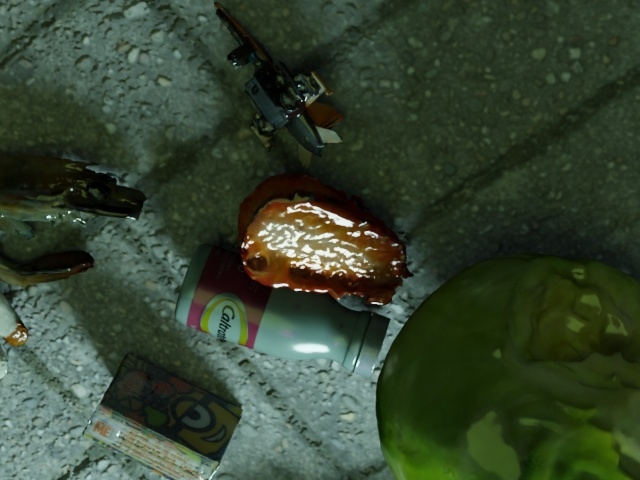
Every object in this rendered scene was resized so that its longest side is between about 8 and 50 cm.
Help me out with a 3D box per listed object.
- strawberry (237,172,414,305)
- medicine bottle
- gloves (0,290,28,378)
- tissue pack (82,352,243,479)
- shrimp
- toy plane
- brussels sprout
[{"bbox_3d":[0.000,0.000,1.845,0.188,0.082,0.121,24,112,-19],"label":"strawberry"},{"bbox_3d":[-0.039,0.078,1.881,0.217,0.090,0.090,19,118,2],"label":"medicine bottle"},{"bbox_3d":[-0.427,0.070,1.956,0.219,0.131,0.140,10,135,-24],"label":"gloves"},{"bbox_3d":[-0.171,0.200,1.958,0.148,0.108,0.060,27,121,-2],"label":"tissue pack"},{"bbox_3d":[-0.306,-0.015,1.920,0.253,0.058,0.173,7,124,13],"label":"shrimp"},{"bbox_3d":[-0.054,-0.156,1.790,0.188,0.062,0.135,46,142,-8],"label":"toy plane"},{"bbox_3d":[0.218,0.177,1.775,0.344,0.268,0.344,1,114,3],"label":"brussels sprout"}]
